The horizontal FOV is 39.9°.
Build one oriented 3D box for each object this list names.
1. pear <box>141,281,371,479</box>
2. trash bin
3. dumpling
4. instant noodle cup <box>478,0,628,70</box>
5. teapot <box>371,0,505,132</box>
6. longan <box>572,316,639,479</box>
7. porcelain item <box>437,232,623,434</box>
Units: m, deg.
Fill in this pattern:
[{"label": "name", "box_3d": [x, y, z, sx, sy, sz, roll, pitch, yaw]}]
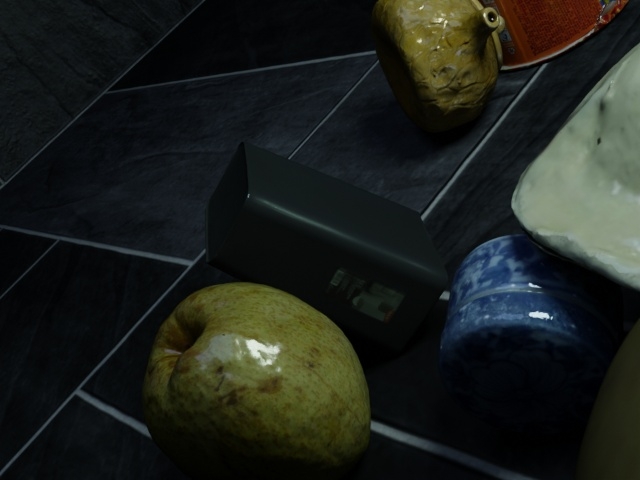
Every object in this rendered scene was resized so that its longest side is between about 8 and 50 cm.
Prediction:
[{"label": "pear", "box_3d": [-0.069, 0.142, 0.845, 0.228, 0.211, 0.188, -8, 41, 44]}, {"label": "trash bin", "box_3d": [0.000, 0.000, 0.941, 0.115, 0.225, 0.165, -57, 21, 22]}, {"label": "dumpling", "box_3d": [0.342, -0.061, 0.635, 0.395, 0.233, 0.315, -14, 30, 5]}, {"label": "instant noodle cup", "box_3d": [0.295, -0.394, 1.262, 0.250, 0.192, 0.250, -28, 29, 17]}, {"label": "teapot", "box_3d": [0.174, -0.262, 1.210, 0.167, 0.203, 0.311, -26, 4, -4]}, {"label": "longan", "box_3d": [0.279, 0.135, 0.369, 0.361, 0.361, 0.361, -28, 29, 17]}, {"label": "porcelain item", "box_3d": [0.173, 0.081, 0.729, 0.147, 0.147, 0.114, -17, 35, 33]}]
